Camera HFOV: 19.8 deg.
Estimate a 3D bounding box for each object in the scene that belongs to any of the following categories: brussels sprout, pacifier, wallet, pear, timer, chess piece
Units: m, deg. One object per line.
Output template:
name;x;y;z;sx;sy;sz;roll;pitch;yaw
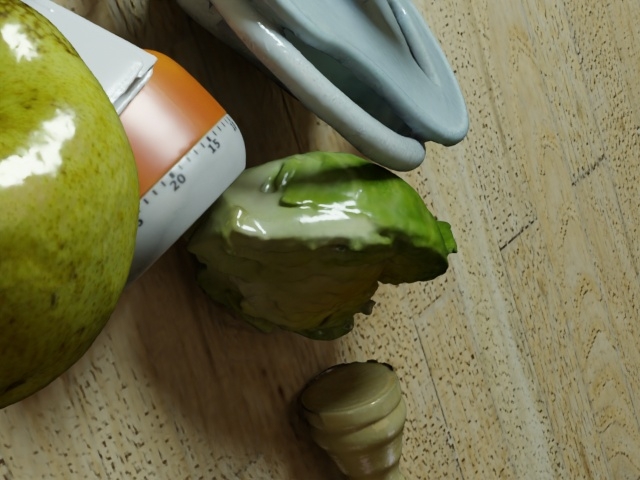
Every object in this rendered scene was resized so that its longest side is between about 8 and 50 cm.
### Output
brussels sprout;-0.001;-0.003;1.068;0.181;0.139;0.101;28;57;-44
pacifier;0.035;-0.176;1.055;0.287;0.226;0.238;33;25;-41
wallet;-0.146;-0.101;0.914;0.061;0.122;0.025;-55;169;-47
pear;-0.177;-0.007;0.804;0.197;0.197;0.197;9;79;-52
timer;-0.113;-0.047;0.961;0.136;0.099;0.136;19;47;-22
chess piece;0.033;0.143;1.157;0.066;0.066;0.122;-43;124;-46
